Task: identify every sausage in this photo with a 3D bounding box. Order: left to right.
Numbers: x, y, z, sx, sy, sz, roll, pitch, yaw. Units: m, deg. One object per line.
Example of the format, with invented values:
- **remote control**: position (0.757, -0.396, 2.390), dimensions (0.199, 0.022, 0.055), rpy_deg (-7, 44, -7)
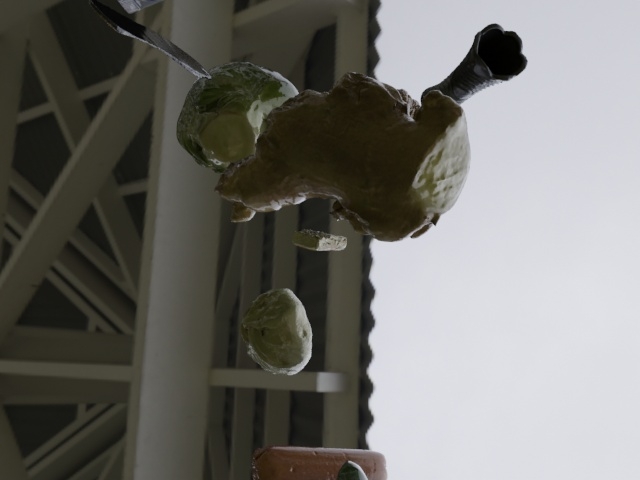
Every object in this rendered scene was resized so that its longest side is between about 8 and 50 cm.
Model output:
- **sausage**: position (0.002, 0.432, 1.363), dimensions (0.086, 0.289, 0.086), rpy_deg (-29, -125, 52)

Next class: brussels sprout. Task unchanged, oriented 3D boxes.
- **brussels sprout**: position (-0.187, -0.278, 1.722), dimensions (0.281, 0.289, 0.355), rpy_deg (-60, -171, 19)

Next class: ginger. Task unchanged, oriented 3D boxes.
- **ginger**: position (0.015, -0.073, 0.613), dimensions (0.213, 0.074, 0.138), rpy_deg (8, -92, 21)

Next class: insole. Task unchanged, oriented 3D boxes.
- **insole**: position (-0.304, -0.365, 1.342), dimensions (0.009, 0.348, 0.119), rpy_deg (-46, -107, 12)

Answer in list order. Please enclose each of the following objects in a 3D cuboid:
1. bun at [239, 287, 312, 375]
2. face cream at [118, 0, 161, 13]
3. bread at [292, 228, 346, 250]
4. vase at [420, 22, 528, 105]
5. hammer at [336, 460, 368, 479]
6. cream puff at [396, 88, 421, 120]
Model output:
- **bun**: position (-0.118, 0.222, 1.756), dimensions (0.231, 0.133, 0.231), rpy_deg (18, -70, 61)
- **face cream**: position (-0.274, -0.623, 1.515), dimensions (0.420, 0.235, 0.137), rpy_deg (-17, -115, 11)
- **bread**: position (0.000, 0.000, 1.291), dimensions (0.070, 0.083, 0.035), rpy_deg (13, -83, 48)
- **vase**: position (0.284, -0.310, 1.406), dimensions (0.237, 0.115, 0.116), rpy_deg (145, -54, -65)
- **hammer**: position (0.059, 0.378, 0.796), dimensions (0.336, 0.118, 0.207), rpy_deg (-98, -172, -60)
- **cream puff**: position (0.184, -0.223, 1.609), dimensions (0.169, 0.183, 0.183), rpy_deg (37, -72, 2)
